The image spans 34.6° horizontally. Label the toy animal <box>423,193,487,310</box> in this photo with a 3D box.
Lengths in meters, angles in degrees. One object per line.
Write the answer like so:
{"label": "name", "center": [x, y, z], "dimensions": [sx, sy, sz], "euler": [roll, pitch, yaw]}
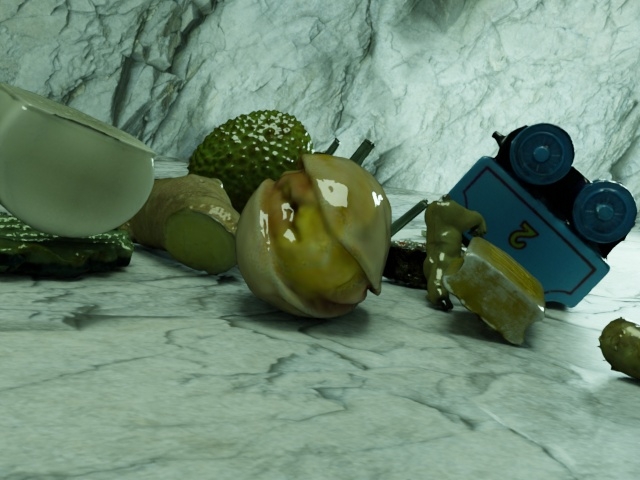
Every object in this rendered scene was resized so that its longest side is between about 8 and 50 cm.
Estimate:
{"label": "toy animal", "center": [0.199, 0.022, 1.628], "dimensions": [0.103, 0.218, 0.101], "euler": [-7, -25, 28]}

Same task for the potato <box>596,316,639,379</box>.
{"label": "potato", "center": [0.415, 0.142, 1.282], "dimensions": [0.138, 0.070, 0.091], "euler": [16, 10, 38]}

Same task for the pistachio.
{"label": "pistachio", "center": [0.000, 0.000, 1.403], "dimensions": [0.230, 0.229, 0.309], "euler": [8, 12, -1]}

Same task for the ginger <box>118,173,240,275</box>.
{"label": "ginger", "center": [-0.214, -0.033, 1.656], "dimensions": [0.190, 0.126, 0.354], "euler": [-26, 27, -20]}

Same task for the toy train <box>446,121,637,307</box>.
{"label": "toy train", "center": [0.374, -0.050, 1.766], "dimensions": [0.300, 0.265, 0.188], "euler": [43, 11, 5]}

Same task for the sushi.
{"label": "sushi", "center": [0.181, 0.040, 1.748], "dimensions": [0.150, 0.078, 0.090], "euler": [7, 8, 1]}

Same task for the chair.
{"label": "chair", "center": [-0.001, -0.034, 1.689], "dimensions": [0.190, 0.275, 0.203], "euler": [51, 21, 15]}

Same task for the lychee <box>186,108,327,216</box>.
{"label": "lychee", "center": [-0.116, -0.144, 2.145], "dimensions": [0.320, 0.270, 0.270], "euler": [-27, 10, 0]}

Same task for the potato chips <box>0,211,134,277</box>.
{"label": "potato chips", "center": [-0.475, -0.010, 1.460], "dimensions": [0.429, 0.070, 0.358], "euler": [6, 6, -17]}

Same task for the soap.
{"label": "soap", "center": [0.254, 0.066, 1.484], "dimensions": [0.140, 0.073, 0.232], "euler": [42, 13, 4]}

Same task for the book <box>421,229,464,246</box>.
{"label": "book", "center": [0.352, 0.001, 2.428], "dimensions": [0.199, 0.016, 0.138], "euler": [6, 8, -15]}

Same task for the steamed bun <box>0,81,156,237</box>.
{"label": "steamed bun", "center": [-0.362, -0.097, 1.410], "dimensions": [0.242, 0.164, 0.146], "euler": [22, 6, -42]}
